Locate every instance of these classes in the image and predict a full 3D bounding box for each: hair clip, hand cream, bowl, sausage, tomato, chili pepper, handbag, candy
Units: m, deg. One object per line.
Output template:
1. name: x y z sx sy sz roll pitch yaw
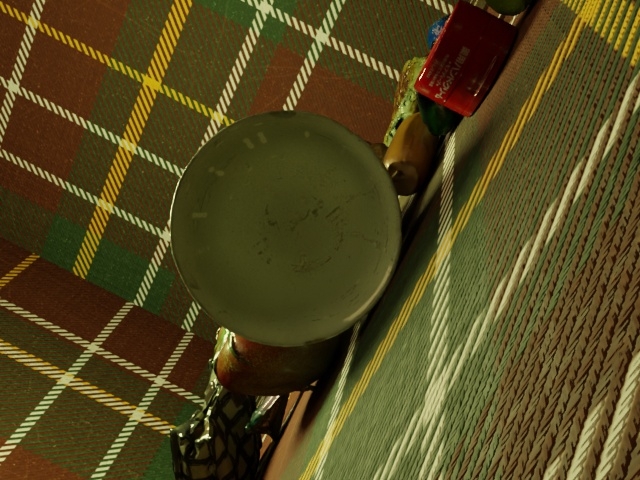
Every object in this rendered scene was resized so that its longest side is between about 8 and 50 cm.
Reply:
1. hair clip: -0.064 0.339 2.010 0.358 0.096 0.110 -59 -37 -4
2. hand cream: 0.267 -0.338 1.503 0.193 0.125 0.193 -64 -1 -2
3. bowl: -0.054 -0.030 1.555 0.434 0.435 0.196 -63 -3 9
4. sausage: 0.207 -0.210 1.765 0.112 0.112 0.328 -62 1 37
5. tomato: -0.091 0.205 1.732 0.303 0.239 0.303 -161 90 -76
6. chili pepper: 0.273 -0.338 1.701 0.264 0.116 0.148 -76 -27 -47
7. handbag: -0.255 0.512 2.016 0.325 0.163 0.327 -69 -19 -58
8. candy: 0.374 -0.507 1.464 0.209 0.097 0.097 -58 0 -16

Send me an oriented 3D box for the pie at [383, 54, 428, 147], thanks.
1. pie: 0.268 -0.404 2.434 0.354 0.103 0.288 102 -178 -57

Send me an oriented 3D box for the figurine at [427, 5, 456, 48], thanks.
1. figurine: 0.381 -0.610 2.342 0.262 0.121 0.164 -61 -4 -49

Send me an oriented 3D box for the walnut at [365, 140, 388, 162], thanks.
1. walnut: 0.107 -0.173 2.187 0.228 0.228 0.228 -63 2 3

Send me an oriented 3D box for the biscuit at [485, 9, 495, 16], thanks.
1. biscuit: 0.322 -0.408 1.856 0.252 0.070 0.106 -63 0 15
